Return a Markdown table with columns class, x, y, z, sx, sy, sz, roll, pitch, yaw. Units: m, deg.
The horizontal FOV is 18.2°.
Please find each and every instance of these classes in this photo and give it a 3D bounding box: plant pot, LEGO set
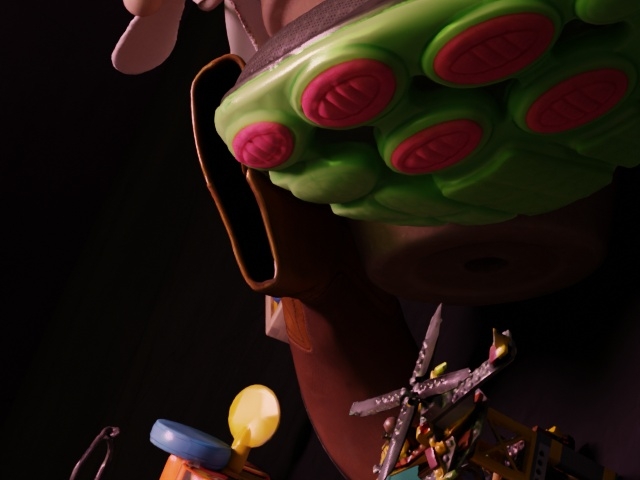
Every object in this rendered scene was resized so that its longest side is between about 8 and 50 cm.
| class | x | y | z | sx | sy | sz | roll | pitch | yaw |
| --- | --- | --- | --- | --- | --- | --- | --- | --- | --- |
| plant pot | 0.095 | -0.090 | 1.240 | 0.263 | 0.263 | 0.229 | 135 | 136 | -60 |
| LEGO set | 0.014 | 0.211 | 1.053 | 0.255 | 0.192 | 0.331 | -37 | 29 | 54 |

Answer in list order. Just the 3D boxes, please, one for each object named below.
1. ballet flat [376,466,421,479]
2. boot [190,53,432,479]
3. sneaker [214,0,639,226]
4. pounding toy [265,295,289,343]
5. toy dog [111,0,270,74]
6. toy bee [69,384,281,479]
| class | x | y | z | sx | sy | sz | roll | pitch | yaw |
| --- | --- | --- | --- | --- | --- | --- | --- | --- | --- |
| ballet flat | 0.053 | 0.235 | 1.253 | 0.067 | 0.073 | 0.206 | 85 | -164 | -52 |
| boot | 0.005 | 0.036 | 1.270 | 0.280 | 0.096 | 0.264 | 47 | -147 | -76 |
| sneaker | 0.146 | -0.177 | 1.054 | 0.483 | 0.185 | 0.202 | -36 | 38 | 22 |
| pounding toy | 0.000 | 0.000 | 1.717 | 0.130 | 0.100 | 0.141 | -93 | 27 | -59 |
| toy dog | -0.054 | -0.130 | 1.434 | 0.220 | 0.334 | 0.161 | 15 | 83 | 54 |
| toy bee | -0.091 | 0.233 | 1.685 | 0.298 | 0.162 | 0.195 | -38 | -31 | -65 |
